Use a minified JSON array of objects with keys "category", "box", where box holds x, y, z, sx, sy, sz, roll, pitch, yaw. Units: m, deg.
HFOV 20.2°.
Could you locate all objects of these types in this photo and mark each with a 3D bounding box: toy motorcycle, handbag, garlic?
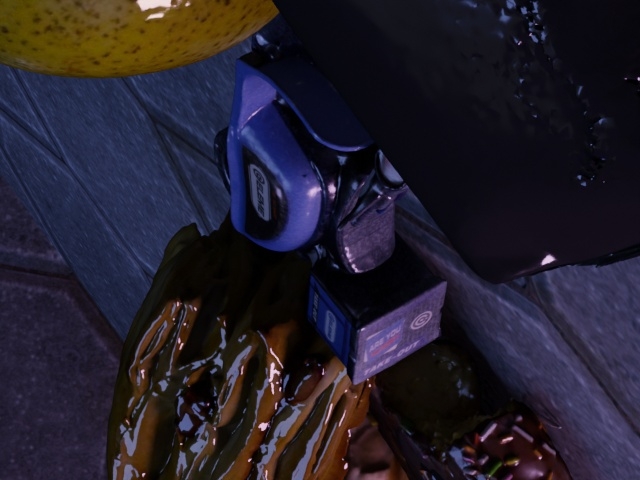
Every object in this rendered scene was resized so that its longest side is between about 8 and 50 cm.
[{"category":"toy motorcycle","box":[0.021,-0.068,1.238,0.212,0.125,0.358,50,157,27]},{"category":"handbag","box":[0.107,-0.138,0.782,0.342,0.152,0.288,52,153,-21]},{"category":"garlic","box":[0.038,0.201,1.696,0.228,0.110,0.217,57,-150,-69]}]

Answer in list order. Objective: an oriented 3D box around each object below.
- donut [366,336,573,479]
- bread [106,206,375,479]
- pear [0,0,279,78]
[{"category":"donut","box":[0.135,0.186,1.496,0.216,0.096,0.230,60,165,-23]},{"category":"bread","box":[-0.079,0.096,1.580,0.370,0.192,0.314,-95,21,-58]},{"category":"pear","box":[-0.133,-0.232,1.052,0.294,0.294,0.294,50,165,19]}]
